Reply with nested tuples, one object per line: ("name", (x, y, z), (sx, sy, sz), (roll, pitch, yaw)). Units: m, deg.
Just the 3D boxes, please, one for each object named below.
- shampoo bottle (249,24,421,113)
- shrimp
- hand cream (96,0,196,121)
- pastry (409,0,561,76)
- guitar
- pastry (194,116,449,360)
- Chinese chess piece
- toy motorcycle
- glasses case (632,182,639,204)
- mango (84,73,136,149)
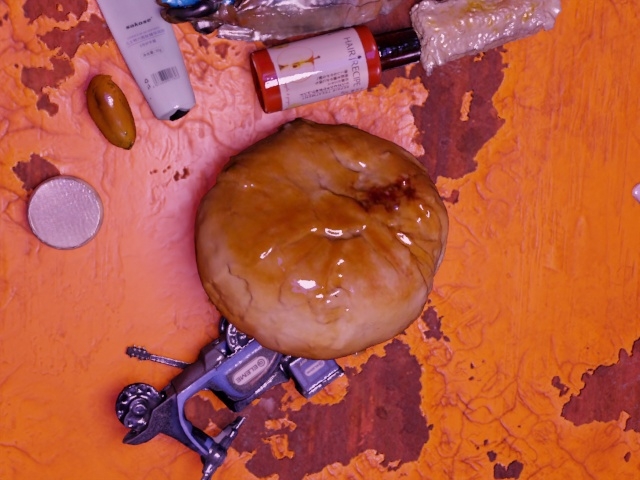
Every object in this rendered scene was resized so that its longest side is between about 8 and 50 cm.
("shampoo bottle", (0.029, -0.290, 1.452), (0.278, 0.104, 0.104), (-16, 100, -8))
("shrimp", (-0.045, -0.432, 1.420), (0.445, 0.110, 0.221), (-20, 98, -14))
("hand cream", (-0.288, -0.346, 1.418), (0.109, 0.067, 0.321), (-23, 96, -7))
("pastry", (0.275, -0.376, 1.492), (0.258, 0.089, 0.122), (-21, 105, -8))
("guitar", (-0.217, 0.217, 1.515), (0.233, 0.025, 0.088), (16, 93, -11))
("pastry", (0.000, 0.000, 1.376), (0.409, 0.245, 0.410), (5, 57, -8))
("Chinese chess piece", (-0.413, -0.045, 1.434), (0.122, 0.051, 0.122), (-1, 95, -10))
("toy motorcycle", (-0.154, 0.251, 1.452), (0.358, 0.125, 0.213), (-35, 101, -10))
("glasses case", (0.606, -0.071, 1.624), (0.083, 0.021, 0.032), (42, 86, -12))
("mango", (-0.335, -0.203, 1.413), (0.063, 0.077, 0.127), (-23, 107, -4))
